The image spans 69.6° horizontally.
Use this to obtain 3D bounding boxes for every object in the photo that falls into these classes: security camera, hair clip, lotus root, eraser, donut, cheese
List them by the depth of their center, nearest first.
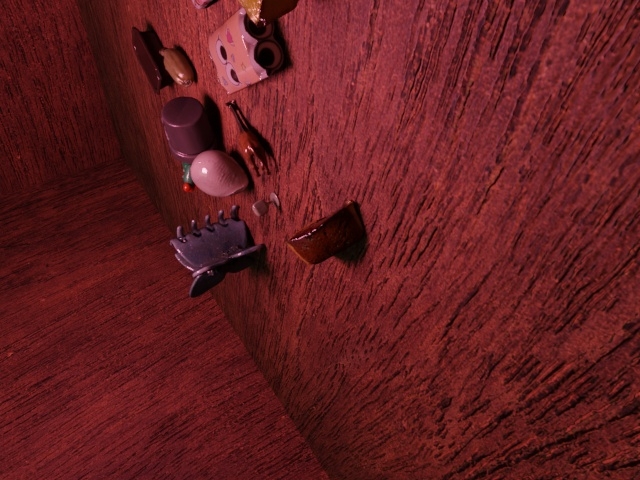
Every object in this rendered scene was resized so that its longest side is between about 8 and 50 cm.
[{"bbox_3d":[-0.205,-0.498,1.222,0.291,0.087,0.171,13,127,59],"label":"eraser"},{"bbox_3d":[0.000,0.000,1.250,0.112,0.151,0.295,54,154,-4],"label":"donut"},{"bbox_3d":[-0.186,-0.118,1.538,0.058,0.092,0.058,45,151,34],"label":"security camera"},{"bbox_3d":[-0.376,-0.239,1.668,0.198,0.154,0.189,12,151,49],"label":"cheese"},{"bbox_3d":[-0.526,-0.646,1.694,0.183,0.077,0.090,53,146,15],"label":"lotus root"},{"bbox_3d":[-0.433,0.031,1.892,0.238,0.319,0.392,60,156,10],"label":"hair clip"}]

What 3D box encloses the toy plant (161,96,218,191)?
[{"bbox_3d":[-0.486,-0.366,1.774,0.400,0.186,0.279,94,154,-62],"label":"toy plant"}]

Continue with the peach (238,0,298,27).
[{"bbox_3d":[-0.086,-0.563,0.849,0.154,0.159,0.267,46,153,13],"label":"peach"}]

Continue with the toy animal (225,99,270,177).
[{"bbox_3d":[-0.236,-0.328,1.478,0.229,0.067,0.224,67,175,-29],"label":"toy animal"}]

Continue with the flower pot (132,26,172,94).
[{"bbox_3d":[-0.681,-0.742,1.891,0.250,0.084,0.179,63,155,2],"label":"flower pot"}]

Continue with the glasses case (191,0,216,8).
[{"bbox_3d":[-0.300,-0.700,1.232,0.267,0.067,0.103,14,124,58],"label":"glasses case"}]
